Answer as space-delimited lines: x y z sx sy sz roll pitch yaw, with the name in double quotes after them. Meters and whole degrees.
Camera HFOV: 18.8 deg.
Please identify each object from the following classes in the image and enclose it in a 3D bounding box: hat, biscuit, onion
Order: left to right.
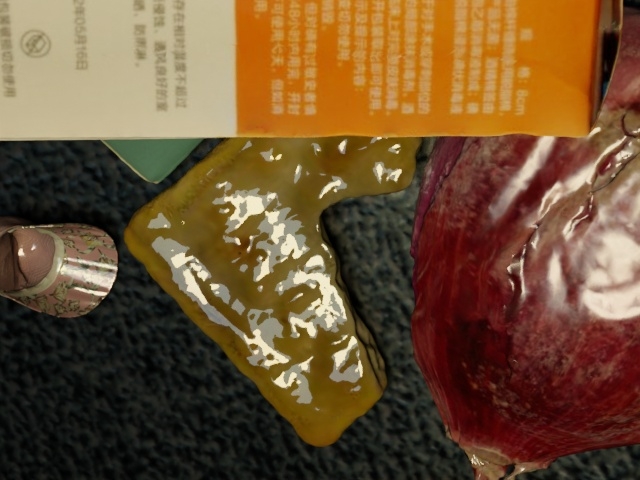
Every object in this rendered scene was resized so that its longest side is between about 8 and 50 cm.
-0.163 0.011 1.124 0.087 0.042 0.058 2 109 -22 "hat"
0.000 0.000 1.079 0.174 0.039 0.183 45 109 2 "biscuit"
0.143 0.024 1.011 0.227 0.120 0.283 30 108 10 "onion"

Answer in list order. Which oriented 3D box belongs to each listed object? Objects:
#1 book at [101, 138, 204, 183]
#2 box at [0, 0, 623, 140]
-0.052 -0.231 0.996 0.379 0.031 0.264 -41 112 18 "book"
-0.044 -0.151 0.892 0.341 0.225 0.143 1 118 -2 "box"
